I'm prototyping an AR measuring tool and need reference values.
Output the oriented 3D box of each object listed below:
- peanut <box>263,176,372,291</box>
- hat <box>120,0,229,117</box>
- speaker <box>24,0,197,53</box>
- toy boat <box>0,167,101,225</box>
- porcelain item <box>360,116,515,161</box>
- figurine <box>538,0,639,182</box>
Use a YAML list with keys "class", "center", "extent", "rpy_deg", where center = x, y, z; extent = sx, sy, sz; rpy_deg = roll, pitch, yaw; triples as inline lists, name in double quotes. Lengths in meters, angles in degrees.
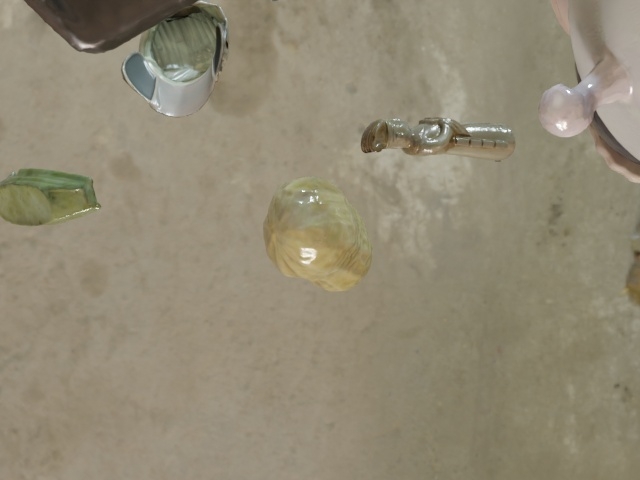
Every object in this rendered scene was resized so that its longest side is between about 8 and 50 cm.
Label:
- class: "peanut"
  center: [0.000, 0.000, 1.172]
  extent: [0.313, 0.152, 0.152]
  rpy_deg: [35, 65, -70]
- class: "hat"
  center: [-0.274, -0.366, 1.571]
  extent: [0.161, 0.232, 0.275]
  rpy_deg: [54, 22, -52]
- class: "speaker"
  center: [-0.138, -0.329, 0.682]
  extent: [0.388, 0.180, 0.184]
  rpy_deg: [-29, 126, -1]
- class: "toy boat"
  center: [-0.435, -0.065, 1.164]
  extent: [0.055, 0.293, 0.093]
  rpy_deg: [-28, 111, -40]
- class: "porcelain item"
  center: [0.153, -0.136, 1.013]
  extent: [0.213, 0.084, 0.054]
  rpy_deg: [0, 93, -26]
- class: "figurine"
  center: [0.294, -0.163, 0.389]
  extent: [0.211, 0.361, 0.253]
  rpy_deg: [-32, 106, -57]
